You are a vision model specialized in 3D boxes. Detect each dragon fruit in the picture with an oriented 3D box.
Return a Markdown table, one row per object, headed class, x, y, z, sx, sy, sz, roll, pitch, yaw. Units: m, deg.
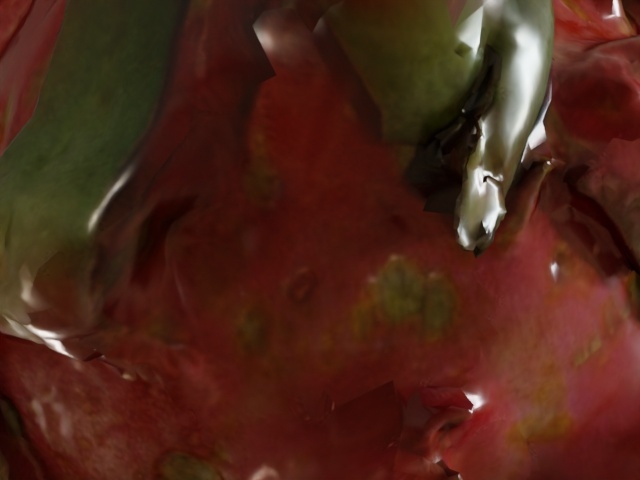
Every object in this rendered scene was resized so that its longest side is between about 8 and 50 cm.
| class | x | y | z | sx | sy | sz | roll | pitch | yaw |
| --- | --- | --- | --- | --- | --- | --- | --- | --- | --- |
| dragon fruit | 0.012 | -0.001 | 0.429 | 0.237 | 0.231 | 0.303 | -2 | 114 | 9 |
